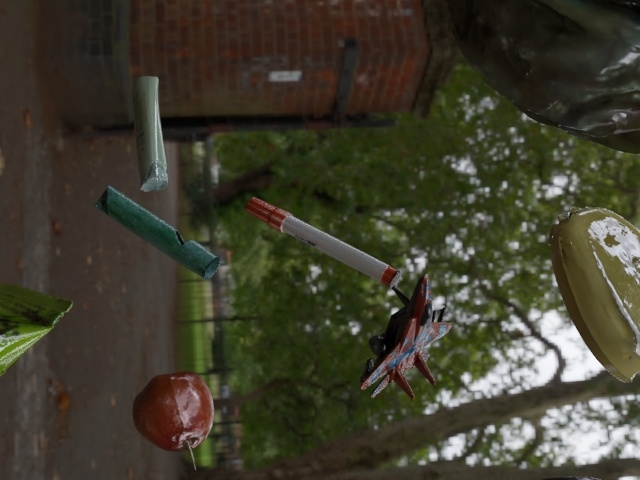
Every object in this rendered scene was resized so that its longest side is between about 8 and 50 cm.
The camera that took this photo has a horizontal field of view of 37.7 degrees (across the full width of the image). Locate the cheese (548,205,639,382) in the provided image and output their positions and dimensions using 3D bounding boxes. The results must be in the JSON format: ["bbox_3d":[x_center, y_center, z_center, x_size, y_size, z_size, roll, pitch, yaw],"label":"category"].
[{"bbox_3d":[0.527,0.077,1.672,0.128,0.259,0.316,-43,-110,41],"label":"cheese"}]

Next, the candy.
[{"bbox_3d":[-0.337,0.112,0.817,0.246,0.149,0.069,-44,135,-40],"label":"candy"}]

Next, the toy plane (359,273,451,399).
[{"bbox_3d":[0.090,0.090,0.959,0.061,0.130,0.189,42,-31,36],"label":"toy plane"}]

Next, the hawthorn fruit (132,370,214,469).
[{"bbox_3d":[-0.213,0.256,1.401,0.140,0.125,0.125,29,-53,45],"label":"hawthorn fruit"}]

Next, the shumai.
[{"bbox_3d":[0.247,-0.230,0.625,0.263,0.309,0.304,96,-31,-63],"label":"shumai"}]

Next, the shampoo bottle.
[{"bbox_3d":[-0.307,-0.192,1.681,0.072,0.049,0.212,-35,-123,50],"label":"shampoo bottle"}]

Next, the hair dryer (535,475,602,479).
[{"bbox_3d":[0.302,0.295,0.881,0.352,0.107,0.189,123,-31,-56],"label":"hair dryer"}]

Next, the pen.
[{"bbox_3d":[0.000,0.000,1.236,0.028,0.239,0.028,-45,151,-35],"label":"pen"}]

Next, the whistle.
[{"bbox_3d":[-0.213,-0.011,1.220,0.039,0.186,0.039,-52,164,-22],"label":"whistle"}]
